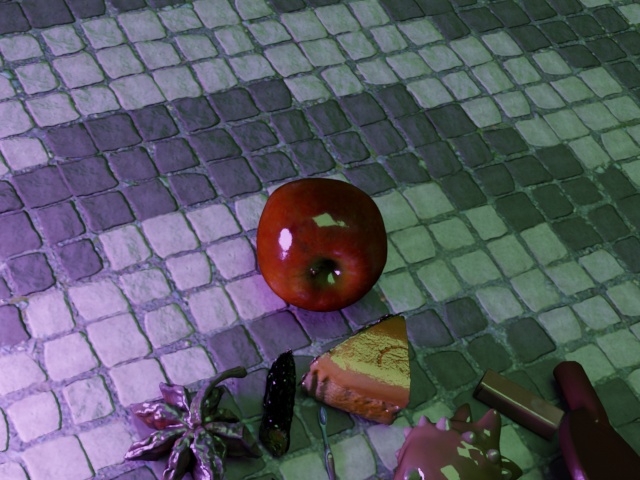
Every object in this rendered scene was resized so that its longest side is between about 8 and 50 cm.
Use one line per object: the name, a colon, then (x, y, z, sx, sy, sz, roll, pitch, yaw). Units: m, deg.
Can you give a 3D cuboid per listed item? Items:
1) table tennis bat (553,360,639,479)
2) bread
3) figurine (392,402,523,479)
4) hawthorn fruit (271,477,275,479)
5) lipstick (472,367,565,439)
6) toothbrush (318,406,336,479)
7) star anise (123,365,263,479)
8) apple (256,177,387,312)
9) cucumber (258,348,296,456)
table tennis bat: (0.461, 0.351, 1.776, 0.268, 0.051, 0.415, 30, 27, -33)
bread: (0.067, 0.187, 1.799, 0.169, 0.140, 0.160, 19, 55, -1)
figurine: (0.208, 0.335, 1.695, 0.247, 0.173, 0.177, -25, 62, -31)
hawthorn fruit: (-0.006, 0.446, 1.498, 0.254, 0.254, 0.300, -19, 57, -29)
lipstick: (0.329, 0.270, 1.867, 0.145, 0.045, 0.045, 30, 49, 7)
toothbrush: (0.016, 0.344, 1.731, 0.013, 0.019, 0.193, 1, 54, -17)
star anise: (-0.183, 0.273, 1.681, 0.209, 0.089, 0.231, 12, 54, -9)
apple: (0.000, 0.000, 1.883, 0.230, 0.230, 0.230, 9, 50, -10)
cucumber: (-0.063, 0.250, 1.763, 0.053, 0.053, 0.181, 13, 49, -6)
